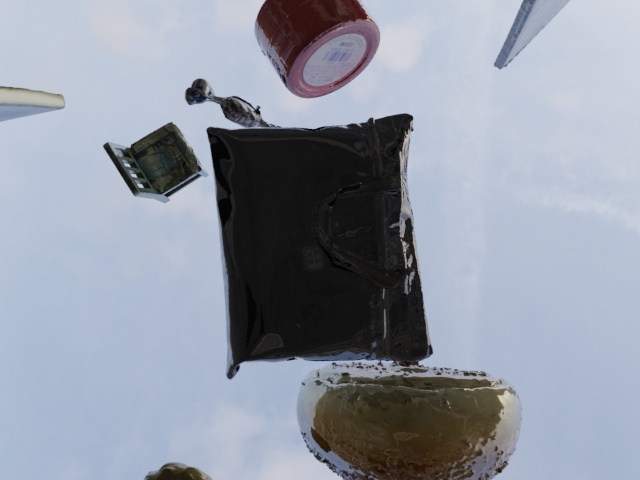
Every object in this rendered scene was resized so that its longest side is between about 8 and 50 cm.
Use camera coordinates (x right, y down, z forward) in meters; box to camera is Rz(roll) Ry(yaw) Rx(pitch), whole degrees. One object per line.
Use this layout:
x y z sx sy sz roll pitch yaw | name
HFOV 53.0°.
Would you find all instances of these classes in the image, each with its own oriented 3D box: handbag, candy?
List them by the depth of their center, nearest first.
0.000 0.000 0.637 0.210 0.089 0.255 -5 -97 1 | handbag
-0.173 -0.262 1.316 0.051 0.226 0.094 -53 -144 28 | candy

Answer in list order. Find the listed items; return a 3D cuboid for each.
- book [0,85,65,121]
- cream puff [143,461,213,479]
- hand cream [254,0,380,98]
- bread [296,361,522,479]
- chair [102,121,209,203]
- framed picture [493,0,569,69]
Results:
-0.523 -0.127 0.711 0.388 0.269 0.032 -6 -83 23 | book
-0.196 0.401 0.932 0.146 0.116 0.146 -6 -119 11 | cream puff
-0.004 -0.347 1.091 0.193 0.193 0.125 -31 -107 0 | hand cream
0.113 0.239 0.837 0.305 0.305 0.159 -2 -96 16 | bread
-0.362 -0.183 1.466 0.147 0.270 0.136 -33 -91 -1 | chair
0.264 -0.293 0.539 0.016 0.347 0.265 44 -88 7 | framed picture
